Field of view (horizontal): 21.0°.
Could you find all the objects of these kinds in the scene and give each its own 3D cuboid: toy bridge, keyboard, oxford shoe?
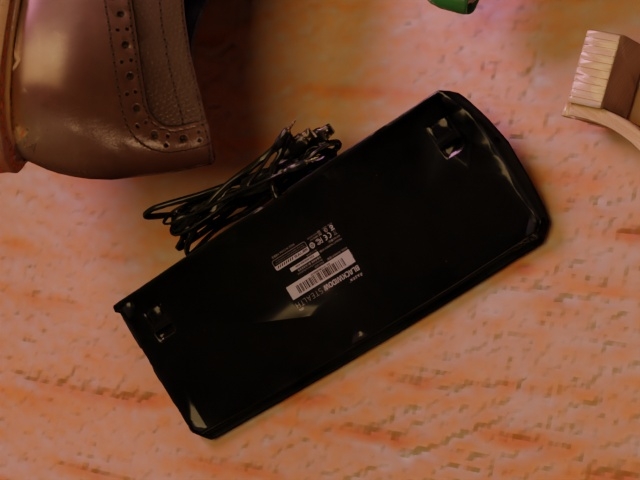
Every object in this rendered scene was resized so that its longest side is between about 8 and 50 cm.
[{"bbox_3d":[0.166,-0.029,0.607,0.188,0.026,0.063,16,91,37],"label":"toy bridge"},{"bbox_3d":[0.000,0.000,0.723,0.192,0.038,0.100,-32,87,25],"label":"keyboard"},{"bbox_3d":[-0.076,-0.195,0.778,0.133,0.130,0.363,7,76,3],"label":"oxford shoe"}]

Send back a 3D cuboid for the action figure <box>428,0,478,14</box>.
[{"bbox_3d":[0.106,-0.181,0.639,0.063,0.137,0.232,46,116,20],"label":"action figure"}]
